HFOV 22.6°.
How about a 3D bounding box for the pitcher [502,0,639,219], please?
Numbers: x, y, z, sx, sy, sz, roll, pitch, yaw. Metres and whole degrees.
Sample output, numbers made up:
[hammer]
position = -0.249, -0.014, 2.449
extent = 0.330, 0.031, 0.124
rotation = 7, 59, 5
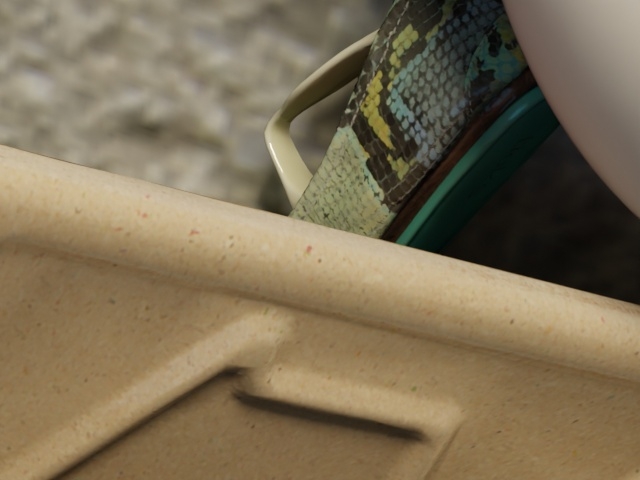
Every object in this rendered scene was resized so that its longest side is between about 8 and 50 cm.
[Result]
[pitcher]
position = 0.107, -0.105, 0.344
extent = 0.178, 0.125, 0.207
rotation = -32, 91, 10

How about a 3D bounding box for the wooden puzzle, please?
[wooden puzzle]
position = -0.014, 0.121, 0.451
extent = 0.348, 0.080, 0.322
rotation = 17, 123, -18

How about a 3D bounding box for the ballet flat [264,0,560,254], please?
[ballet flat]
position = 0.000, 0.000, 0.452
extent = 0.070, 0.070, 0.188
rotation = 37, 116, -3
